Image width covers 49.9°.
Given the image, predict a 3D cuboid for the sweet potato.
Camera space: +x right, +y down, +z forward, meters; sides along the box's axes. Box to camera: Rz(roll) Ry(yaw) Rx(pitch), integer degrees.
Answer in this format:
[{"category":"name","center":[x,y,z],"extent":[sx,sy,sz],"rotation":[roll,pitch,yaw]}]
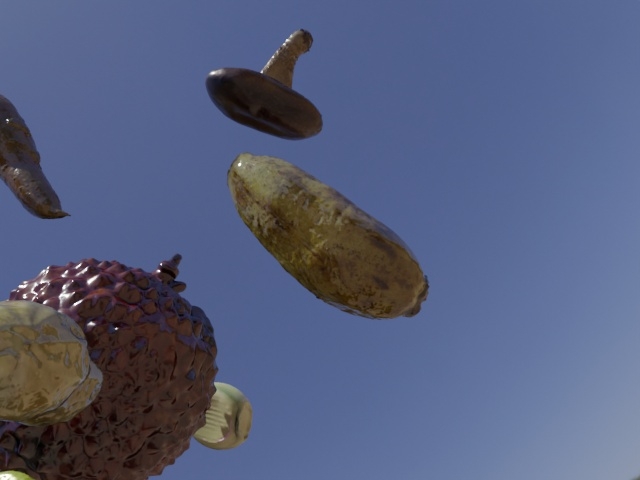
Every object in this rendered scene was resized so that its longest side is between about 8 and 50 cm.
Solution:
[{"category":"sweet potato","center":[-0.369,-0.108,0.822],"extent":[0.067,0.274,0.067],"rotation":[-32,-25,-17]}]

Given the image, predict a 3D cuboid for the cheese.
[{"category":"cheese","center":[-0.251,0.362,1.457],"extent":[0.064,0.227,0.137],"rotation":[10,-93,-64]}]

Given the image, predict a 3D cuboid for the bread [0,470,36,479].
[{"category":"bread","center":[-0.366,0.347,0.817],"extent":[0.129,0.111,0.114],"rotation":[-66,-33,-24]}]

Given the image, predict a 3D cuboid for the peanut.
[{"category":"peanut","center":[-0.314,0.138,0.755],"extent":[0.130,0.130,0.290],"rotation":[-36,-8,-18]}]

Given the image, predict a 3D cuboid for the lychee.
[{"category":"lychee","center":[-0.390,0.222,1.261],"extent":[0.500,0.425,0.424],"rotation":[-67,-28,-23]}]

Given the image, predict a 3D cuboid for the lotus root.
[{"category":"lotus root","center":[0.000,0.000,0.742],"extent":[0.097,0.258,0.110],"rotation":[-31,-27,-60]}]

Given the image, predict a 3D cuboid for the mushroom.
[{"category":"mushroom","center":[-0.086,-0.312,1.285],"extent":[0.227,0.148,0.217],"rotation":[22,-109,-19]}]
